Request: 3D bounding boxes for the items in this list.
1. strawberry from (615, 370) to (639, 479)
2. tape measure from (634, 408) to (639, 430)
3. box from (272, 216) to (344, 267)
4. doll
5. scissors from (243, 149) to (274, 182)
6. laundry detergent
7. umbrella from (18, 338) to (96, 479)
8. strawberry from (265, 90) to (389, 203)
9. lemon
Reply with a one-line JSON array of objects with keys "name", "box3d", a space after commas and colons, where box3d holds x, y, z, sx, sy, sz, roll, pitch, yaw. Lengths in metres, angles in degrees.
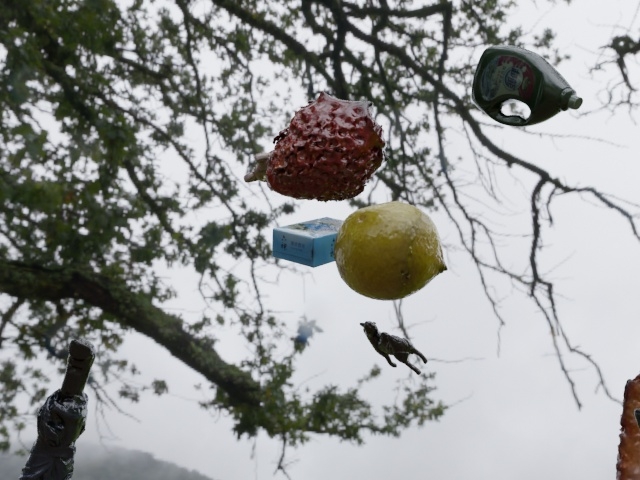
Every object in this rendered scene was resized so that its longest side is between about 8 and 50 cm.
[{"name": "strawberry", "box3d": [0.718, 0.404, 1.176, 0.253, 0.280, 0.150, 9, -13, 21]}, {"name": "tape measure", "box3d": [0.543, 0.279, 0.822, 0.181, 0.107, 0.182, -5, -62, 43]}, {"name": "box", "box3d": [0.000, 0.000, 1.575, 0.142, 0.083, 0.232, 13, 19, 38]}, {"name": "doll", "box3d": [0.168, 0.254, 1.468, 0.165, 0.057, 0.139, 46, -21, -22]}, {"name": "scissors", "box3d": [-0.004, -0.174, 1.259, 0.317, 0.024, 0.160, -13, -19, -27]}, {"name": "laundry detergent", "box3d": [0.371, -0.266, 1.074, 0.063, 0.211, 0.137, -8, -57, -37]}, {"name": "umbrella", "box3d": [-0.311, 0.229, 0.727, 0.070, 0.071, 0.248, 17, -77, -32]}, {"name": "strawberry", "box3d": [0.003, -0.136, 0.980, 0.201, 0.187, 0.184, -35, -42, -19]}, {"name": "lemon", "box3d": [0.145, 0.026, 1.354, 0.253, 0.229, 0.228, -11, -28, 36]}]
